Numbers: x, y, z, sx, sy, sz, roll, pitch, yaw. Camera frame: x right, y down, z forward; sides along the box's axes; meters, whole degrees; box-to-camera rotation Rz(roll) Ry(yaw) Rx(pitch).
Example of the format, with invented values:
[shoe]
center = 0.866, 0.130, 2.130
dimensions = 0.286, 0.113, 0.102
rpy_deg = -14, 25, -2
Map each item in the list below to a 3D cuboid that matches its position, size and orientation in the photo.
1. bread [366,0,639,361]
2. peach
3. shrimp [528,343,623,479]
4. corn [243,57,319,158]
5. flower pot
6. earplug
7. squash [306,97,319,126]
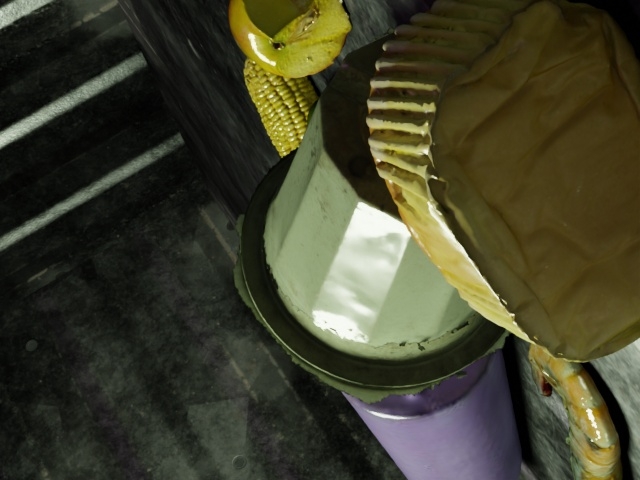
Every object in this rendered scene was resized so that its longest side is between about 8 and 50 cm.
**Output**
[bread]
center = 0.140, -0.047, 0.779
dimensions = 0.250, 0.179, 0.133
rpy_deg = 52, 167, -23
[peach]
center = -0.045, -0.260, 1.294
dimensions = 0.118, 0.151, 0.151
rpy_deg = 30, 153, 47
[shrimp]
center = 0.289, 0.220, 1.315
dimensions = 0.169, 0.058, 0.296
rpy_deg = -119, 8, -45
[corn]
center = -0.021, -0.145, 1.655
dimensions = 0.293, 0.106, 0.106
rpy_deg = 60, 172, 1
[flower pot]
center = 0.077, -0.031, 1.017
dimensions = 0.290, 0.290, 0.259
rpy_deg = 56, 158, 17
[earplug]
center = 0.172, 0.239, 1.594
dimensions = 0.215, 0.215, 0.456
rpy_deg = 52, 174, 37
[squash]
center = 0.022, -0.155, 1.466
dimensions = 0.069, 0.069, 0.258
rpy_deg = 59, 171, -6
